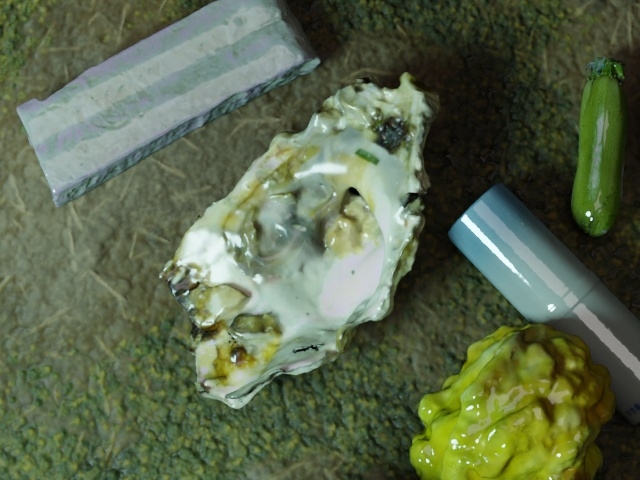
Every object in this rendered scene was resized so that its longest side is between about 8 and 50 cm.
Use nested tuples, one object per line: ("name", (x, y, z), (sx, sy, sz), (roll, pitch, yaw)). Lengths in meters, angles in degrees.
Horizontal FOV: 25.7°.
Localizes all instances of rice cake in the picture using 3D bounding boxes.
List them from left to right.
("rice cake", (-0.152, -0.150, 1.371), (0.298, 0.050, 0.106), (-29, 79, -6))

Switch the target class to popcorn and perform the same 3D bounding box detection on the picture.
("popcorn", (0.177, 0.166, 1.244), (0.156, 0.197, 0.197), (32, 79, -10))

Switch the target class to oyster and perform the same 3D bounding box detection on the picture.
("oyster", (0.003, 0.002, 1.324), (0.354, 0.107, 0.201), (-47, 62, 2))

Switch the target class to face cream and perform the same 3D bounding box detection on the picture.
("face cream", (0.230, 0.058, 1.315), (0.077, 0.077, 0.250), (-43, 83, -9))

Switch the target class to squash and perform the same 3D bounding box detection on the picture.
("squash", (0.272, -0.090, 1.363), (0.052, 0.052, 0.183), (5, 76, 1))
